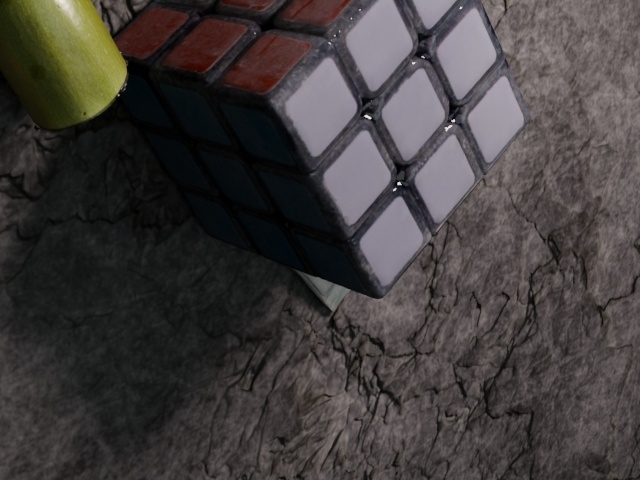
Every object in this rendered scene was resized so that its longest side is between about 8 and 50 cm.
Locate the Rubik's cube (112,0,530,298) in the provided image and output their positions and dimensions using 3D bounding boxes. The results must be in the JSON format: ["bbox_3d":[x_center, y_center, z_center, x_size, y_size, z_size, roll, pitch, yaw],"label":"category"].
[{"bbox_3d":[0.000,-0.165,1.591,0.304,0.305,0.301,-47,130,-21],"label":"Rubik's cube"}]

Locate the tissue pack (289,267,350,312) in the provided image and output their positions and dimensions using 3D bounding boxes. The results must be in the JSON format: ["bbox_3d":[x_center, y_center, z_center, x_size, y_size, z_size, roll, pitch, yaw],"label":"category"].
[{"bbox_3d":[0.000,0.000,1.842,0.193,0.026,0.123,41,75,-43],"label":"tissue pack"}]

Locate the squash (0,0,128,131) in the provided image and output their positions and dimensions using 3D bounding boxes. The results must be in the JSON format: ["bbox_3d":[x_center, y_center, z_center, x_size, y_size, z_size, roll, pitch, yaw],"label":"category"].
[{"bbox_3d":[-0.276,-0.216,1.441,0.123,0.123,0.187,-44,130,-25],"label":"squash"}]
